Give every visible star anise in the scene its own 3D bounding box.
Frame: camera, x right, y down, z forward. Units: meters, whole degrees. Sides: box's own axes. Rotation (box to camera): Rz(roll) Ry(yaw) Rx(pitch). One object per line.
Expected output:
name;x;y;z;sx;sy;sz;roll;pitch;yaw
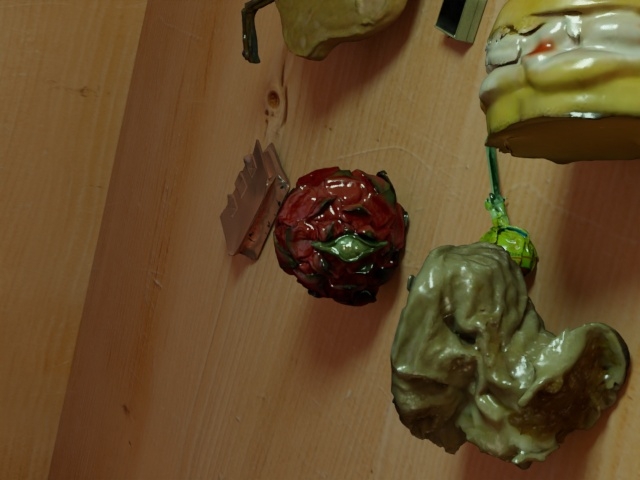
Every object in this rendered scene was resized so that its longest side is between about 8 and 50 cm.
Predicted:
star anise;-0.029;-0.439;2.441;0.346;0.148;0.237;-36;46;39

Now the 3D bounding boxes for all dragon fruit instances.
dragon fruit;0.036;-0.009;2.131;0.293;0.234;0.233;-27;-52;-82

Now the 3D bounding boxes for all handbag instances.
handbag;-0.136;-0.081;2.667;0.212;0.059;0.157;-62;31;33

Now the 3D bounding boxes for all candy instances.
candy;0.247;-0.050;1.820;0.073;0.077;0.262;-52;29;43

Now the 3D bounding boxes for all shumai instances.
shumai;0.251;0.154;1.632;0.267;0.263;0.314;-68;-22;-13

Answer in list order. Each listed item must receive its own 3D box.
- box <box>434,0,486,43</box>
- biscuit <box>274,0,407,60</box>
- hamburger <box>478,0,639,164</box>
box;0.215;-0.350;2.010;0.079;0.035;0.083;48;124;60
biscuit;0.037;-0.516;2.220;0.365;0.062;0.385;-21;66;46
hamburger;0.312;-0.215;1.483;0.276;0.277;0.236;168;105;-64
